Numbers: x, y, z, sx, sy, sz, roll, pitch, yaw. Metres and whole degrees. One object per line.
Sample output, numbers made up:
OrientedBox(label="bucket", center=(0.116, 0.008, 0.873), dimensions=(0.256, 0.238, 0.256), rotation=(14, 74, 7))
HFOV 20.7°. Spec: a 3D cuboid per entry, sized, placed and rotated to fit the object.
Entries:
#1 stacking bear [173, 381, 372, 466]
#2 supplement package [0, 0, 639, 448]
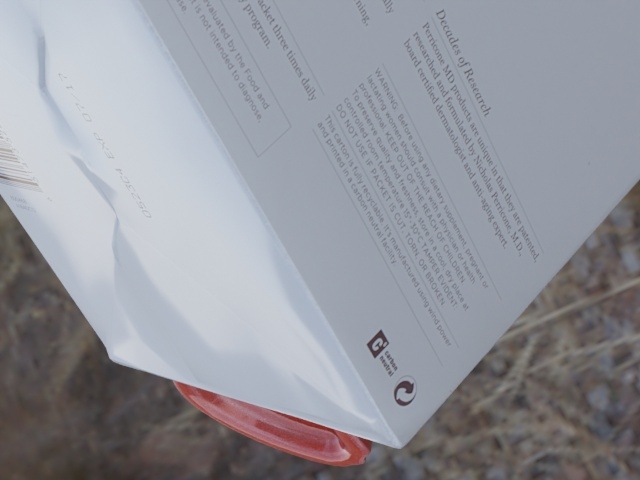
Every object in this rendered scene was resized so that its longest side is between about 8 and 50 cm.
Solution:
OrientedBox(label="stacking bear", center=(0.000, 0.000, 1.366), dimensions=(0.164, 0.289, 0.175), rotation=(16, 150, 3))
OrientedBox(label="supplement package", center=(-0.002, -0.088, 0.515), dimensions=(0.149, 0.203, 0.194), rotation=(11, 139, 49))
